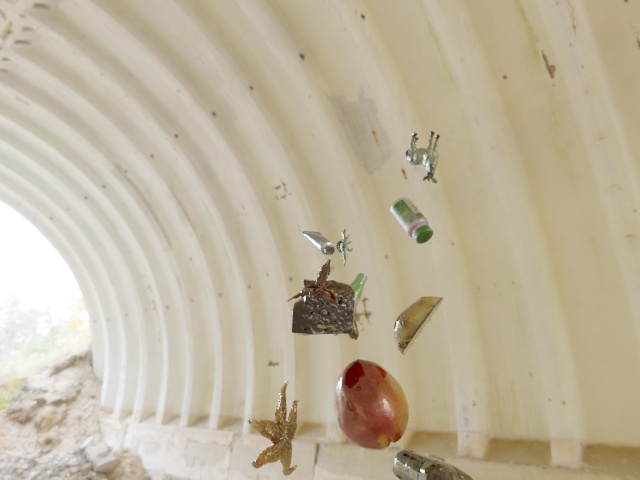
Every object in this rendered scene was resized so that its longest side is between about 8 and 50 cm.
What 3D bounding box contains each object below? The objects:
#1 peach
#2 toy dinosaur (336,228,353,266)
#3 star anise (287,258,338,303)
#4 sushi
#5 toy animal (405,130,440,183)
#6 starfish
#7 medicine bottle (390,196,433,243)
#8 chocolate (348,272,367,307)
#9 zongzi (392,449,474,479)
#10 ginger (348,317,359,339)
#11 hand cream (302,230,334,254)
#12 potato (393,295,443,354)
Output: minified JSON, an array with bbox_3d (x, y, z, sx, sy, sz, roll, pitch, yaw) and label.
[{"bbox_3d":[0.189,0.626,1.705,0.308,0.332,0.308,-18,-14,-5],"label":"peach"},{"bbox_3d":[0.118,0.035,2.284,0.044,0.187,0.106,7,10,-43],"label":"toy dinosaur"},{"bbox_3d":[-0.026,0.160,1.506,0.141,0.158,0.144,-24,13,-39],"label":"star anise"},{"bbox_3d":[0.019,0.253,1.725,0.227,0.212,0.215,3,5,6],"label":"sushi"},{"bbox_3d":[0.369,-0.299,1.584,0.074,0.175,0.217,11,6,-25],"label":"toy animal"},{"bbox_3d":[-0.134,0.620,1.421,0.060,0.298,0.302,-9,-13,23],"label":"starfish"},{"bbox_3d":[0.504,-0.108,2.421,0.134,0.274,0.133,-17,-40,-15],"label":"medicine bottle"},{"bbox_3d":[0.146,0.287,2.171,0.110,0.291,0.110,26,-28,15],"label":"chocolate"},{"bbox_3d":[0.464,0.916,1.700,0.300,0.138,0.286,21,-18,-18],"label":"zongzi"},{"bbox_3d":[0.087,0.434,2.466,0.310,0.133,0.107,20,-58,13],"label":"ginger"},{"bbox_3d":[0.000,0.000,1.803,0.088,0.055,0.256,1,18,-19],"label":"hand cream"},{"bbox_3d":[0.399,0.339,1.878,0.116,0.299,0.239,38,10,26],"label":"potato"}]
